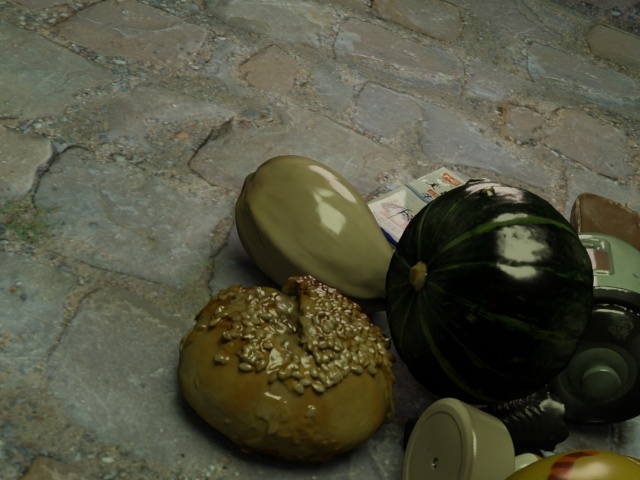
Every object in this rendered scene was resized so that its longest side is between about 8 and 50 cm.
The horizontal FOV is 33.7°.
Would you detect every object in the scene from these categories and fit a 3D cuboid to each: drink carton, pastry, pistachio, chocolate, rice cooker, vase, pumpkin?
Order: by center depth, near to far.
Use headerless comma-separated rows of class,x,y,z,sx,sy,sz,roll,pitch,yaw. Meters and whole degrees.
pastry,-0.037,0.165,1.495,0.316,0.184,0.284,11,36,-13
pumpkin,0.233,0.073,1.516,0.241,0.323,0.323,13,33,-35
vase,0.240,0.280,1.560,0.237,0.115,0.115,-8,44,-27
rice cooker,0.432,0.144,1.700,0.317,0.264,0.316,-4,30,2
pistachio,0.000,0.000,1.735,0.332,0.207,0.226,41,19,13
drink carton,0.177,-0.029,1.933,0.130,0.106,0.315,39,39,23
chocolate,0.558,0.018,2.082,0.161,0.083,0.261,22,40,-5

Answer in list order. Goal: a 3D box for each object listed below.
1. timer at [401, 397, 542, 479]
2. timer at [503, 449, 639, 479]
timer,0.265,0.324,1.426,0.266,0.175,0.175,16,34,-21
timer,0.279,0.411,1.188,0.387,0.376,0.376,5,37,-28
